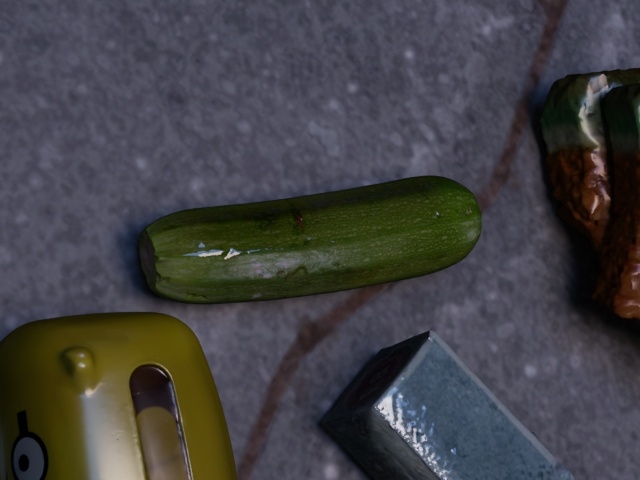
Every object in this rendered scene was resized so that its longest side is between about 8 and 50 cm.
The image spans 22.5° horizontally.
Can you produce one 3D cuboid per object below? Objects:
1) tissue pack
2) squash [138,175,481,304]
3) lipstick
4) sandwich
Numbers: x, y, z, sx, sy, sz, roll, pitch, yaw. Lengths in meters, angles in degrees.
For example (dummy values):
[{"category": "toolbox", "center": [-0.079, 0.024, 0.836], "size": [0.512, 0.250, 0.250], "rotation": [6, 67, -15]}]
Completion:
[{"category": "tissue pack", "center": [-0.108, 0.125, 0.844], "size": [0.123, 0.127, 0.178], "rotation": [-5, 78, -31]}, {"category": "squash", "center": [0.000, 0.000, 0.973], "size": [0.229, 0.066, 0.066], "rotation": [-7, 79, -27]}, {"category": "lipstick", "center": [0.130, 0.185, 0.977], "size": [0.289, 0.076, 0.077], "rotation": [46, 59, -8]}, {"category": "sandwich", "center": [0.271, -0.011, 1.069], "size": [0.292, 0.109, 0.212], "rotation": [40, 80, -9]}]
